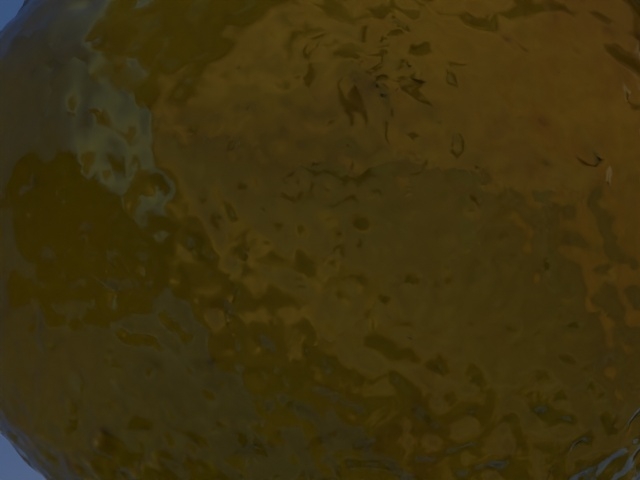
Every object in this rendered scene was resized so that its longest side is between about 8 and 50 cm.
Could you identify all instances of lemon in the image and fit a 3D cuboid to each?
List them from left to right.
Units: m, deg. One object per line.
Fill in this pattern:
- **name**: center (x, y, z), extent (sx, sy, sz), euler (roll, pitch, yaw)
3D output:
- **lemon**: center (0.000, 0.000, 0.687), extent (0.268, 0.322, 0.268), euler (-2, -90, -82)
